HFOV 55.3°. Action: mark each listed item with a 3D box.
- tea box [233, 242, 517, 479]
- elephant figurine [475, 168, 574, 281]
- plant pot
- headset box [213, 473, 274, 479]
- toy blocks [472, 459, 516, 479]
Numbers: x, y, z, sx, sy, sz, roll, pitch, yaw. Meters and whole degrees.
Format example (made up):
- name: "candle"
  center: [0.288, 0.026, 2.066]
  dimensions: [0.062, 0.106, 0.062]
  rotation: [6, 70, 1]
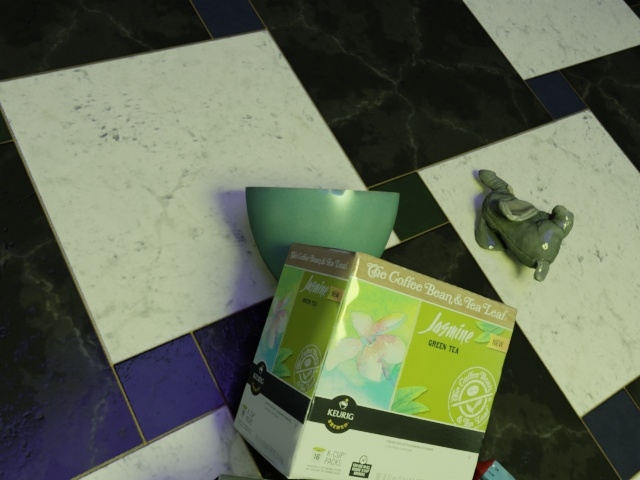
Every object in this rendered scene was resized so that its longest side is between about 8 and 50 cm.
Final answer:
- name: "tea box"
  center: [0.089, 0.203, 0.978]
  dimensions: [0.329, 0.220, 0.323]
  rotation: [19, 84, -28]
- name: "elephant figurine"
  center: [0.433, -0.044, 1.394]
  dimensions: [0.239, 0.186, 0.169]
  rotation: [30, 100, 11]
- name: "plant pot"
  center: [0.000, 0.000, 1.162]
  dimensions: [0.290, 0.290, 0.195]
  rotation: [1, 93, -18]
- name: "headset box"
  center: [-0.052, 0.430, 0.884]
  dimensions: [0.247, 0.283, 0.131]
  rotation: [12, 60, -13]
- name: "toy blocks"
  center: [0.248, 0.505, 1.004]
  dimensions: [0.261, 0.190, 0.381]
  rotation: [43, 41, 23]
